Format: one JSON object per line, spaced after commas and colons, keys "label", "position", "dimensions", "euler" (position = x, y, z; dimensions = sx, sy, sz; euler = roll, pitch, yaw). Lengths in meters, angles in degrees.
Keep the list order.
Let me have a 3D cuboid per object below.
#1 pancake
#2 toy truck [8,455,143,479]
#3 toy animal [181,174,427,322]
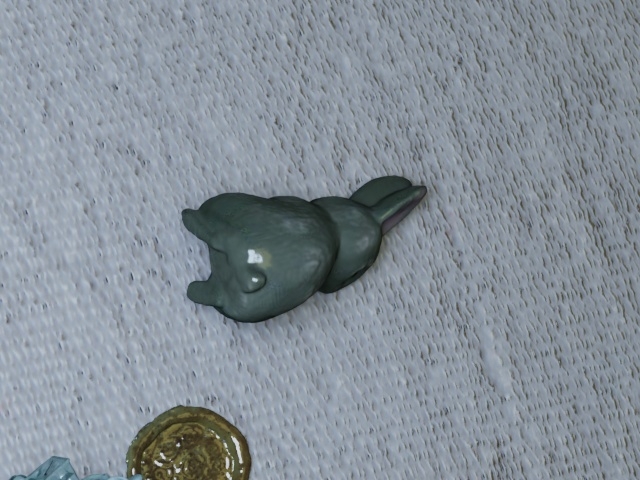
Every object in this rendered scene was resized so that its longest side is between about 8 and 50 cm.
{"label": "pancake", "position": [-0.114, 0.196, 1.683], "dimensions": [0.114, 0.011, 0.115], "euler": [4, 76, -17]}
{"label": "toy truck", "position": [-0.131, 0.312, 1.561], "dimensions": [0.133, 0.184, 0.338], "euler": [-38, 91, -21]}
{"label": "toy animal", "position": [-0.005, 0.009, 1.707], "dimensions": [0.236, 0.138, 0.108], "euler": [-5, 110, -32]}
